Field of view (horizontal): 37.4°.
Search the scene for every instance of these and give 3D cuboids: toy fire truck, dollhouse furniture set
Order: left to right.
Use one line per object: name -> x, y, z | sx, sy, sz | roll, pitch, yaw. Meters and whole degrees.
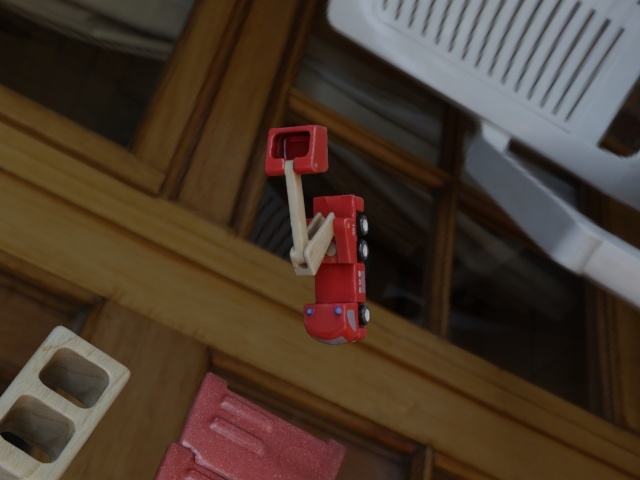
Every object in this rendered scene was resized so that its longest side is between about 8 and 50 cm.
dollhouse furniture set -> -0.194, 0.160, 0.648 | 0.201, 0.374, 0.152 | -57, 4, 33
toy fire truck -> 0.000, 0.000, 0.858 | 0.135, 0.047, 0.192 | 10, -101, -67
